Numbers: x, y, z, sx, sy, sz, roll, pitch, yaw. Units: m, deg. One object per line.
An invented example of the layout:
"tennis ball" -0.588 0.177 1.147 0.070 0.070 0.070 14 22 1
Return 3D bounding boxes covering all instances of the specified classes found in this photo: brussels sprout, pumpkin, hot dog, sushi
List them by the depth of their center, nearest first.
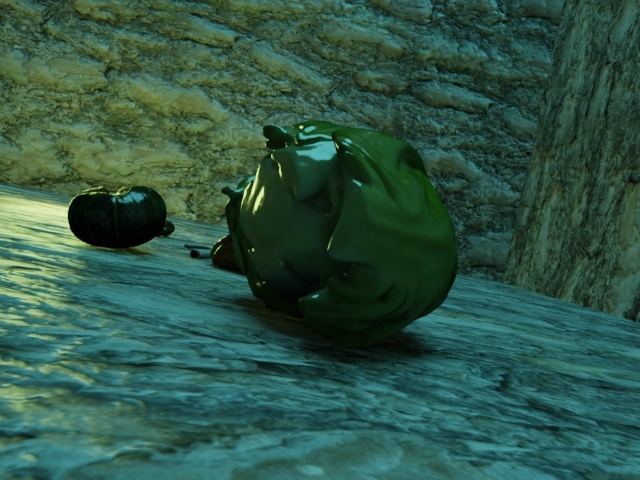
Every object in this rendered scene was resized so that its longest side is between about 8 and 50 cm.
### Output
"brussels sprout" 0.055 -0.022 0.811 0.360 0.343 0.425 2 18 -34
"pumpkin" -0.524 -0.059 1.206 0.237 0.159 0.238 -4 18 1
"hot dog" -0.168 0.035 1.252 0.258 0.114 0.175 13 1 16
"sushi" -0.589 -0.041 1.738 0.060 0.062 0.118 -22 -11 17

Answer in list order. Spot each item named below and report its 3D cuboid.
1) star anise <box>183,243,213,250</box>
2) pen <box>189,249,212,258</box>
"star anise" -0.310 0.044 1.571 0.227 0.219 0.148 -27 42 -2
"pen" -0.334 0.039 1.412 0.026 0.026 0.218 12 2 13
